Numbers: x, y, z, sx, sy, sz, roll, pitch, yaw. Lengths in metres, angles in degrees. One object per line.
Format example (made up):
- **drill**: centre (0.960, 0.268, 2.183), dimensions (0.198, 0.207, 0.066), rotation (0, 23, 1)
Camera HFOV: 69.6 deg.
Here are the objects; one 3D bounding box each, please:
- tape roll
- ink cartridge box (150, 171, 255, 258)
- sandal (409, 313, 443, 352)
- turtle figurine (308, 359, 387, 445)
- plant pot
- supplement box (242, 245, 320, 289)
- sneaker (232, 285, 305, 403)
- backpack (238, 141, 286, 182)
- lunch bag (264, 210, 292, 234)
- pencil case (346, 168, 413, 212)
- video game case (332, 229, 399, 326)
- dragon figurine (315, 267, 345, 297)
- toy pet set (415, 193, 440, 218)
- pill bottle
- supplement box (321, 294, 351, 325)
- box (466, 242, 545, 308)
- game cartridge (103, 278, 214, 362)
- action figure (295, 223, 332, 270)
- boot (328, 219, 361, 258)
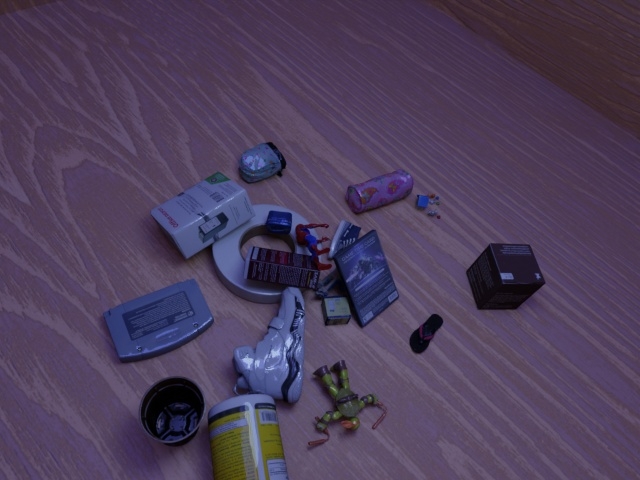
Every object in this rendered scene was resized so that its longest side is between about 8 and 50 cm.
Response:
- **tape roll**: centre (-0.188, 0.039, 1.648), dimensions (0.391, 0.072, 0.392), rotation (6, 54, -8)
- **ink cartridge box**: centre (-0.409, -0.095, 1.601), dimensions (0.289, 0.122, 0.211), rotation (-35, 43, -20)
- **sandal**: centre (0.369, 0.313, 1.594), dimensions (0.067, 0.040, 0.179), rotation (38, 57, 15)
- **turtle figurine**: centre (0.058, 0.481, 1.383), dimensions (0.269, 0.087, 0.218), rotation (-16, 60, -21)
- **plant pot**: centre (-0.391, 0.475, 1.243), dimensions (0.166, 0.165, 0.167), rotation (6, 54, -8)
- **supplement box**: centre (-0.124, 0.088, 1.505), dimensions (0.239, 0.073, 0.130), rotation (9, 18, -5)
- **sneaker**: centre (-0.158, 0.305, 1.413), dimensions (0.210, 0.137, 0.366), rotation (5, 65, -10)
- **backpack**: centre (-0.245, -0.315, 1.857), dimensions (0.181, 0.115, 0.152), rotation (-31, 69, -26)
- **lunch bag**: centre (-0.151, -0.061, 1.640), dimensions (0.098, 0.067, 0.065), rotation (5, 54, -7)
- **pencil case**: centre (0.244, -0.205, 1.885), dimensions (0.283, 0.124, 0.124), rotation (-22, 63, -25)
- **video game case**: centre (0.162, 0.128, 1.577), dimensions (0.196, 0.026, 0.275), rotation (-33, 111, -30)
- **dragon figurine**: centre (0.094, 0.123, 1.640), dimensions (0.289, 0.144, 0.085), rotation (-9, 54, -41)
- **toy pet set**: centre (0.458, -0.165, 1.931), dimensions (0.114, 0.065, 0.122), rotation (9, 54, -6)
- **pill bottle**: centre (-0.183, 0.591, 1.193), dimensions (0.187, 0.188, 0.334), rotation (-6, 57, -16)
- **supplement box**: centre (0.052, 0.238, 1.569), dimensions (0.083, 0.056, 0.083), rotation (-2, 56, -13)
- **box**: centre (0.668, 0.134, 1.683), dimensions (0.168, 0.203, 0.167), rotation (2, 55, -11)
- **game cartridge**: centre (-0.500, 0.253, 1.445), dimensions (0.297, 0.062, 0.198), rotation (-21, 66, -24)
- **action figure**: centre (0.000, 0.000, 1.569), dimensions (0.138, 0.092, 0.280), rotation (-14, 27, -18)
- **boot**: centre (0.093, 0.002, 1.734), dimensions (0.086, 0.069, 0.190), rotation (20, 52, 6)
